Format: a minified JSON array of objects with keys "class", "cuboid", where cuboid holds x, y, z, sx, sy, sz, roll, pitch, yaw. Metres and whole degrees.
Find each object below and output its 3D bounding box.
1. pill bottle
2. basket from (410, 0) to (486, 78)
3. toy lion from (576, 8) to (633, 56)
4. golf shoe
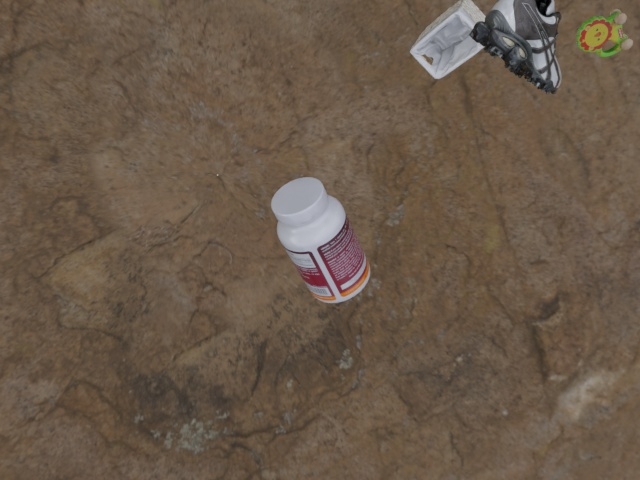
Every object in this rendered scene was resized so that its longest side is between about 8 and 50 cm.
[{"class":"pill bottle","cuboid":[0.000,0.000,0.673,0.086,0.086,0.152,-32,131,-5]},{"class":"basket","cuboid":[0.326,-0.506,1.377,0.113,0.167,0.103,39,51,-19]},{"class":"toy lion","cuboid":[0.579,-0.419,1.136,0.096,0.034,0.100,-27,129,20]},{"class":"golf shoe","cuboid":[0.273,-0.249,0.692,0.198,0.077,0.093,9,120,-51]}]
